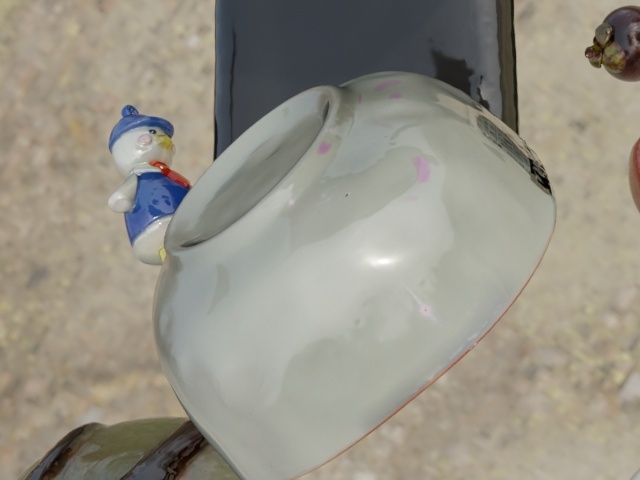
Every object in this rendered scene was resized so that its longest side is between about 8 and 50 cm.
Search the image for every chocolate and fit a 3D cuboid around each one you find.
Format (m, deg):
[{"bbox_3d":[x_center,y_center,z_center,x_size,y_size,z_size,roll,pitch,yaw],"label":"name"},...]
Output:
[{"bbox_3d":[-0.143,0.251,1.537,0.284,0.186,0.283,-12,34,8],"label":"chocolate"}]

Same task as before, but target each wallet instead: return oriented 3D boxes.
[{"bbox_3d":[0.025,-0.227,1.308,0.228,0.062,0.406,-9,74,32],"label":"wallet"}]

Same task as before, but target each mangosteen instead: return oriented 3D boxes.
[{"bbox_3d":[0.316,-0.202,2.052,0.081,0.081,0.081,-33,40,33],"label":"mangosteen"}]

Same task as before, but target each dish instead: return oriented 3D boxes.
[{"bbox_3d":[0.000,0.000,1.085,0.256,0.117,0.256,-39,20,17],"label":"dish"}]

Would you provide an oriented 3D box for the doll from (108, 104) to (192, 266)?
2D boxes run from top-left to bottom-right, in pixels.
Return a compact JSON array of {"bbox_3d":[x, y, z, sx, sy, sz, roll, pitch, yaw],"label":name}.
[{"bbox_3d":[-0.111,-0.034,1.345,0.058,0.099,0.143,-38,57,28],"label":"doll"}]

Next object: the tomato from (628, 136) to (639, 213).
[{"bbox_3d":[0.353,-0.026,1.788,0.166,0.174,0.082,13,70,14],"label":"tomato"}]

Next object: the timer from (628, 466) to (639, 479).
[{"bbox_3d":[0.326,0.198,1.529,0.233,0.233,0.240,-44,49,21],"label":"timer"}]
